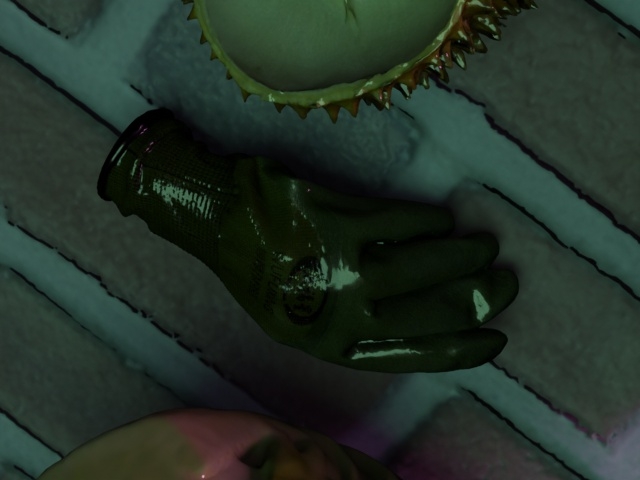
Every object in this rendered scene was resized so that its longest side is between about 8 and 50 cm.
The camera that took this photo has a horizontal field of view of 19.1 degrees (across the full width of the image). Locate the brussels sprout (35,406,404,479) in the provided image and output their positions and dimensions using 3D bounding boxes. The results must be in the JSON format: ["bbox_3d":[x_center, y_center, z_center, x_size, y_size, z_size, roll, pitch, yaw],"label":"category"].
[{"bbox_3d":[-0.044,0.254,1.157,0.281,0.289,0.355,-21,133,21],"label":"brussels sprout"}]

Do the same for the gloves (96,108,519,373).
[{"bbox_3d":[-0.009,0.009,1.162,0.268,0.107,0.135,21,146,2],"label":"gloves"}]

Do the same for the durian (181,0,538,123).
[{"bbox_3d":[0.034,-0.146,1.059,0.252,0.144,0.139,-18,112,35],"label":"durian"}]
